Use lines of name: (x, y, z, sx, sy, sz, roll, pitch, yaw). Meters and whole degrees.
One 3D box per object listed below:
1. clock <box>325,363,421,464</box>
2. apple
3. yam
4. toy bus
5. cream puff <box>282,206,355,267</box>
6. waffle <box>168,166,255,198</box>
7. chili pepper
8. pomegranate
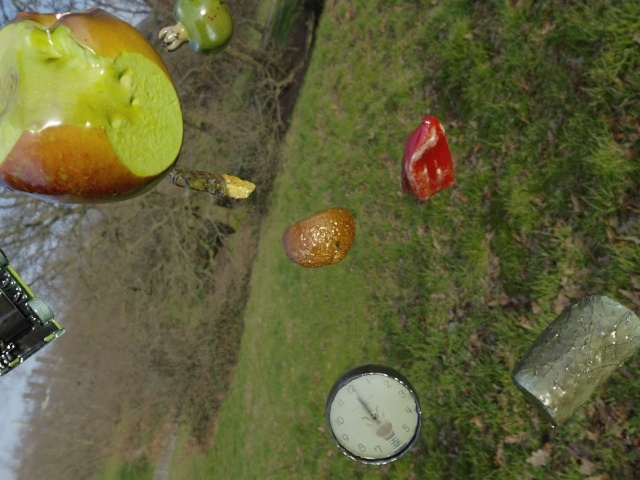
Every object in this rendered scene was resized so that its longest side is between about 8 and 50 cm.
clock: (0.099, 0.327, 0.884, 0.040, 0.184, 0.185, -43, -27, -87)
apple: (-0.440, -0.249, 0.881, 0.384, 0.373, 0.375, -113, 45, -72)
yam: (0.339, 0.163, 0.643, 0.183, 0.107, 0.107, -36, 18, -18)
toy bus: (-0.594, 0.099, 0.840, 0.128, 0.262, 0.150, -40, 12, -31)
cream puff: (0.000, 0.000, 1.827, 0.303, 0.302, 0.212, -18, 93, 60)
waffle: (-0.393, -0.206, 1.699, 0.283, 0.309, 0.065, -21, -56, -69)
chili pepper: (0.268, -0.216, 1.229, 0.144, 0.253, 0.137, -2, 58, 20)
pomegranate: (-0.340, -0.596, 1.333, 0.211, 0.179, 0.179, -62, 25, -1)
